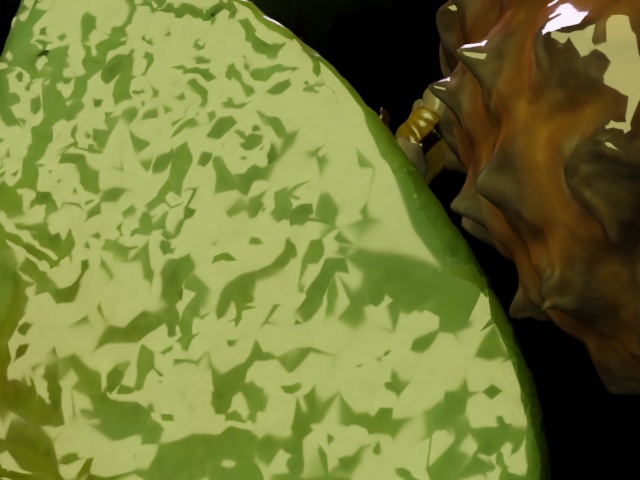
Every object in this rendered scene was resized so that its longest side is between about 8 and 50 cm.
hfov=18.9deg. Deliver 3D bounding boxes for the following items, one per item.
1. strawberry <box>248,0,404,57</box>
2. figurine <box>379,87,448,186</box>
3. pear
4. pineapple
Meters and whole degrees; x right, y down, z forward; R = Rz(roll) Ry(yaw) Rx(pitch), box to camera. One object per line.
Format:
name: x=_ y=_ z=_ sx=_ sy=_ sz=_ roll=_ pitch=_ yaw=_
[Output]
strawberry: x=-0.009 y=-0.241 z=0.872 sx=0.250 sy=0.238 sz=0.288 roll=-6 pitch=69 yaw=39
figurine: x=0.000 y=0.000 z=0.749 sx=0.143 sy=0.068 sz=0.101 roll=-45 pitch=-1 yaw=-42
pear: x=-0.023 y=0.079 z=0.595 sx=0.239 sy=0.139 sz=0.288 roll=15 pitch=81 yaw=37
pineapple: x=0.100 y=-0.073 z=0.600 sx=0.175 sy=0.175 sz=0.361 roll=-43 pitch=22 yaw=8
